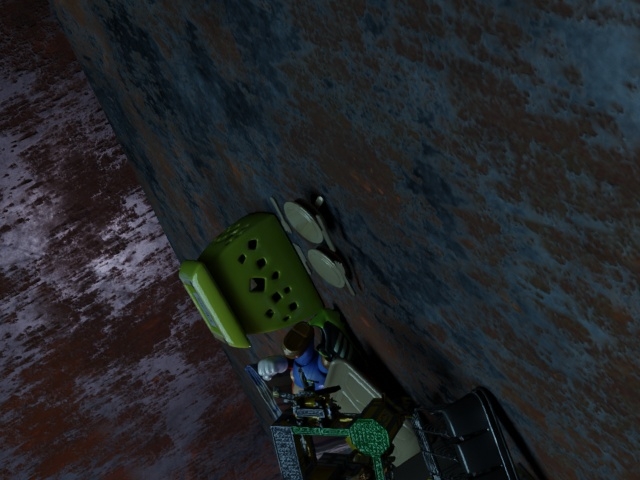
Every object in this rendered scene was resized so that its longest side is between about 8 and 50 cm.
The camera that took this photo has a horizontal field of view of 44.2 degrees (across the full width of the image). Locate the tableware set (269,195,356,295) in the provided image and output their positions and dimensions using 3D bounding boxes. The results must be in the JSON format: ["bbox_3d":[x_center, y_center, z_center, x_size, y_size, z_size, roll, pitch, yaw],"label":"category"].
[{"bbox_3d":[0.000,0.000,1.317,0.128,0.039,0.194,24,149,44],"label":"tableware set"}]

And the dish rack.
[{"bbox_3d":[0.209,0.331,1.177,0.271,0.074,0.208,125,128,-77],"label":"dish rack"}]

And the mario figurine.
[{"bbox_3d":[-0.014,0.314,1.681,0.198,0.170,0.320,47,159,28],"label":"mario figurine"}]

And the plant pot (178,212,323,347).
[{"bbox_3d":[-0.158,0.090,1.634,0.228,0.207,0.227,61,163,-11],"label":"plant pot"}]

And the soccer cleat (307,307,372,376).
[{"bbox_3d":[0.037,0.214,1.519,0.179,0.072,0.060,60,164,-6],"label":"soccer cleat"}]

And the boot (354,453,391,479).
[{"bbox_3d":[0.136,0.527,1.730,0.213,0.077,0.165,57,179,-2],"label":"boot"}]

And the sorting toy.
[{"bbox_3d":[0.101,0.353,1.534,0.229,0.041,0.307,38,151,16],"label":"sorting toy"}]

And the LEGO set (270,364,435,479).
[{"bbox_3d":[0.063,0.356,1.253,0.255,0.192,0.331,-12,102,28],"label":"LEGO set"}]

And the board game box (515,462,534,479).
[{"bbox_3d":[0.308,0.400,1.143,0.103,0.026,0.154,46,159,36],"label":"board game box"}]

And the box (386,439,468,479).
[{"bbox_3d":[0.178,0.501,1.447,0.121,0.148,0.311,52,156,27],"label":"box"}]

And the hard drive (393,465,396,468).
[{"bbox_3d":[0.204,0.509,1.643,0.094,0.022,0.135,57,164,4],"label":"hard drive"}]

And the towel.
[{"bbox_3d":[-0.033,0.386,1.865,0.285,0.209,0.034,50,123,32],"label":"towel"}]
